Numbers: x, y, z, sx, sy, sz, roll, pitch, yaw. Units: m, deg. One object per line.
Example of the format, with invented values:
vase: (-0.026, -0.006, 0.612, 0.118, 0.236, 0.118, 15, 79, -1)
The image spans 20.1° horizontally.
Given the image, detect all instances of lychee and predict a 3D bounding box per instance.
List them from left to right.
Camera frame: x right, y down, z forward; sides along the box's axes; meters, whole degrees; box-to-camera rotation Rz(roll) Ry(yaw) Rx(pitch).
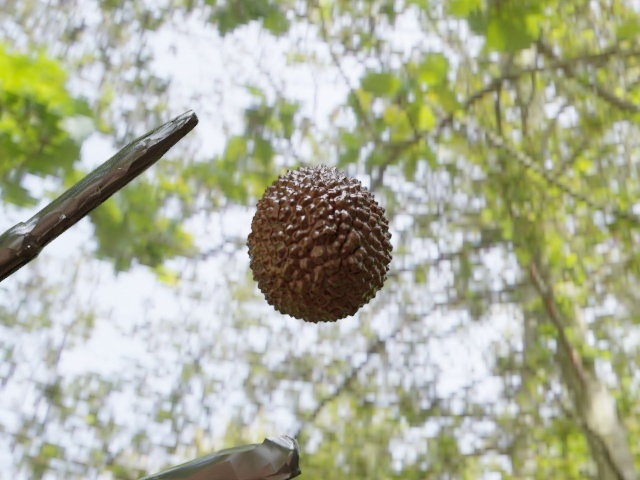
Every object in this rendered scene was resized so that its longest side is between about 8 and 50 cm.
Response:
lychee: (-0.004, 0.000, 1.452, 0.123, 0.123, 0.129, -15, -41, 13)

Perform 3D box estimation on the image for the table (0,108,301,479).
table: (-0.122, 0.116, 0.772, 0.249, 0.317, 0.317, -22, -59, 2)
